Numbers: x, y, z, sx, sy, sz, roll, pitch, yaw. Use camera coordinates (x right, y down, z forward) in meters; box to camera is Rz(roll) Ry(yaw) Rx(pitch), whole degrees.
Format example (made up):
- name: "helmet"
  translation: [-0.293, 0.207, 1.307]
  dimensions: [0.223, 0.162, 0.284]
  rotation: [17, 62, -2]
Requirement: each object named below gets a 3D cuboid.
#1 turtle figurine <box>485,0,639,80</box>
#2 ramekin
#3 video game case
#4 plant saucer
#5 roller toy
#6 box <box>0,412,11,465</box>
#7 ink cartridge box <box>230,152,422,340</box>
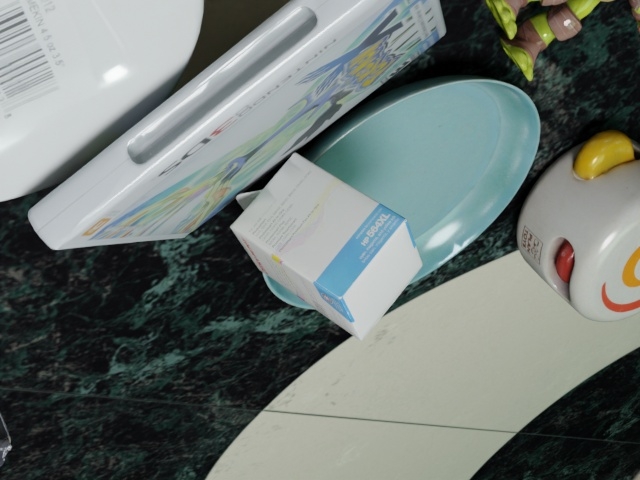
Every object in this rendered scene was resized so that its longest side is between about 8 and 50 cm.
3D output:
- name: "turtle figurine"
  translation: [0.251, -0.242, 1.029]
  dimensions: [0.217, 0.087, 0.269]
  rotation: [-28, 158, 6]
- name: "ramekin"
  translation: [-0.204, -0.148, 0.699]
  dimensions: [0.277, 0.135, 0.277]
  rotation: [-23, 147, -16]
- name: "video game case"
  translation: [-0.038, -0.098, 0.878]
  dimensions: [0.300, 0.036, 0.329]
  rotation: [-37, 177, 7]
- name: "plant saucer"
  translation: [0.075, -0.051, 1.178]
  dimensions: [0.317, 0.043, 0.317]
  rotation: [-24, 148, -16]
- name: "roller toy"
  translation: [0.328, -0.018, 1.354]
  dimensions: [0.209, 0.146, 0.191]
  rotation: [22, 111, -47]
- name: "box"
  translation: [-0.358, 0.029, 0.652]
  dimensions: [0.293, 0.295, 0.073]
  rotation: [0, 138, -41]
- name: "ink cartridge box"
  translation: [0.000, 0.000, 1.014]
  dimensions: [0.090, 0.143, 0.092]
  rotation: [-50, 153, -13]
